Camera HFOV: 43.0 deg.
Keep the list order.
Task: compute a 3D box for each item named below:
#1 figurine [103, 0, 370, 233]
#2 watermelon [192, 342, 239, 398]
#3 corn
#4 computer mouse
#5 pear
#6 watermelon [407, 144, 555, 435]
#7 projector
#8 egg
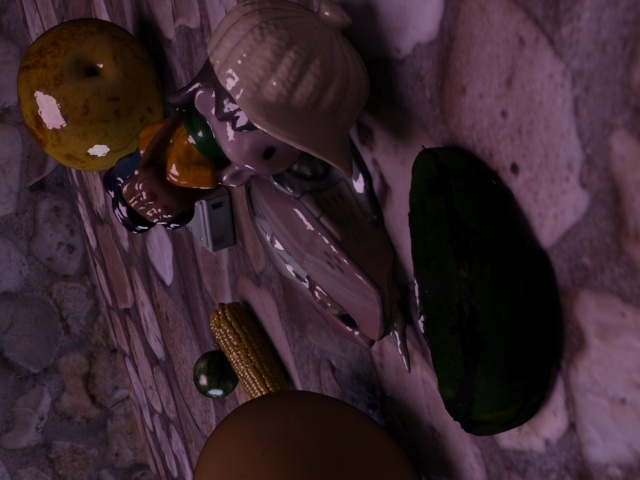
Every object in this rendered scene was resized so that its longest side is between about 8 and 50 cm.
[{"bbox_3d":[-0.102,-0.136,0.886,0.332,0.185,0.204,-13,90,32],"label":"figurine"},{"bbox_3d":[-0.210,0.267,1.650,0.109,0.109,0.109,45,146,44],"label":"watermelon"},{"bbox_3d":[-0.127,0.202,1.445,0.238,0.080,0.080,53,151,28],"label":"corn"},{"bbox_3d":[-0.006,0.001,0.999,0.389,0.115,0.199,64,158,15],"label":"computer mouse"},{"bbox_3d":[-0.419,-0.261,1.494,0.281,0.281,0.280,45,146,44],"label":"pear"},{"bbox_3d":[0.142,0.055,0.757,0.129,0.123,0.301,-129,24,-83],"label":"watermelon"},{"bbox_3d":[-0.212,-0.061,1.449,0.147,0.061,0.115,43,146,47],"label":"projector"},{"bbox_3d":[-0.017,0.355,1.054,0.374,0.301,0.300,-139,36,-62],"label":"egg"}]
